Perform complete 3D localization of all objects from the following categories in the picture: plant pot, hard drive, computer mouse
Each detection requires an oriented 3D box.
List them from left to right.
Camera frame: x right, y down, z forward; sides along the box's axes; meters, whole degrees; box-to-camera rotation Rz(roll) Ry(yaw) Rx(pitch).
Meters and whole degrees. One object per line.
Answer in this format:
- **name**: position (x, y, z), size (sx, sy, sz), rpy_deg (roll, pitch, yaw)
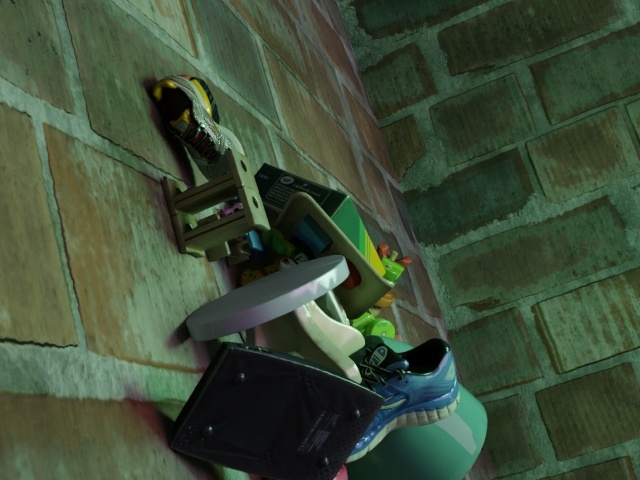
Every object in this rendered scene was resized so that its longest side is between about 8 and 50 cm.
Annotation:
- **computer mouse**: position (-0.200, -0.193, 1.569), size (0.071, 0.041, 0.242), rpy_deg (-84, 156, -60)
- **hard drive**: position (-0.055, 0.226, 1.100), size (0.255, 0.172, 0.054), rpy_deg (24, 14, -32)
- **plant pot**: position (0.117, 0.317, 1.536), size (0.235, 0.293, 0.293), rpy_deg (49, 20, -18)

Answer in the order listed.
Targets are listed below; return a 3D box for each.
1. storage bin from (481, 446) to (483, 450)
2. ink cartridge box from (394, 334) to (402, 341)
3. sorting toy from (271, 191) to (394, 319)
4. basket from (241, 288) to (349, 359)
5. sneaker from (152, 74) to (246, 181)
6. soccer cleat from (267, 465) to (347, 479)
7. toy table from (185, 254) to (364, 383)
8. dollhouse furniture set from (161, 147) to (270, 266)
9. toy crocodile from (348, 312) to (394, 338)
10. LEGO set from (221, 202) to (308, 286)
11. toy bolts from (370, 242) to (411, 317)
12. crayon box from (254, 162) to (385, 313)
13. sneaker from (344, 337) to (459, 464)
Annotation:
- **storage bin**: position (0.316, 0.518, 2.164), size (0.122, 0.180, 0.084), rpy_deg (45, 29, -59)
- **ink cartridge box**: position (0.196, 0.354, 2.129), size (0.115, 0.067, 0.198), rpy_deg (83, -7, -63)
- **sorting toy**: position (-0.006, 0.055, 1.508), size (0.229, 0.041, 0.307), rpy_deg (45, -26, 4)
- **basket**: position (-0.040, 0.142, 1.419), size (0.103, 0.167, 0.113), rpy_deg (-71, 139, -78)
- **sneaker**: position (-0.209, -0.176, 1.401), size (0.225, 0.088, 0.093), rpy_deg (55, 20, 5)
- **soccer cleat**: position (-0.034, 0.410, 1.209), size (0.331, 0.116, 0.143), rpy_deg (-13, 104, -78)
- **toy table**: position (-0.054, 0.142, 1.254), size (0.252, 0.274, 0.160), rpy_deg (0, -69, 63)
- **dollhouse furniture set**: position (-0.145, -0.049, 1.357), size (0.184, 0.129, 0.128), rpy_deg (24, 46, -70)
- **toy crocodile**: position (0.122, 0.273, 1.965), size (0.115, 0.105, 0.340), rpy_deg (20, -45, 60)
- **LEGO set**: position (-0.107, 0.029, 1.468), size (0.227, 0.093, 0.087), rpy_deg (45, -41, 35)
- **toy bolts**: position (0.125, 0.096, 2.265), size (0.218, 0.158, 0.228), rpy_deg (31, 17, 17)
- **crayon box**: position (0.000, 0.000, 1.631), size (0.083, 0.203, 0.323), rpy_deg (-54, 146, -19)
- **sneaker**: position (0.072, 0.234, 1.310), size (0.130, 0.330, 0.147), rpy_deg (32, -47, 50)
